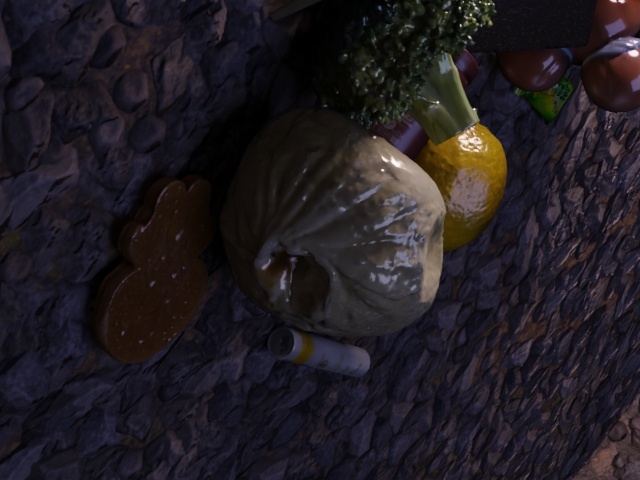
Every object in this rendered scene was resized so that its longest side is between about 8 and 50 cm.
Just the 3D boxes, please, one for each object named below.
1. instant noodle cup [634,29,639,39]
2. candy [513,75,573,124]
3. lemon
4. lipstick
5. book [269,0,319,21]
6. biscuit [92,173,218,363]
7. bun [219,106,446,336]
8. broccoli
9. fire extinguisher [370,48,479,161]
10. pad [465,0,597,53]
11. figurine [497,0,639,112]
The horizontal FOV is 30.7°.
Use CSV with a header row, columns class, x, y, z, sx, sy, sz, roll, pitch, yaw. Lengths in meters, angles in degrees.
class,x,y,z,sx,sy,sz,roll,pitch,yaw
instant noodle cup,0.608,-0.464,2.162,0.217,0.207,0.217,-31,136,-35
candy,0.428,-0.291,2.221,0.102,0.032,0.178,-59,147,1
lemon,0.203,-0.093,1.933,0.204,0.204,0.260,-6,122,-50
lipstick,0.002,0.196,2.028,0.264,0.059,0.059,22,97,-56
book,0.089,-0.388,1.579,0.295,0.208,0.020,-37,105,-30
biscuit,-0.228,0.039,1.622,0.202,0.044,0.288,-16,127,-49
bun,0.000,0.000,1.629,0.227,0.352,0.349,-46,120,-37
broccoli,0.107,-0.260,1.628,0.235,0.288,0.259,-6,87,-15
fire extinguisher,0.095,-0.166,1.797,0.337,0.135,0.114,-54,152,-8
pad,0.293,-0.397,1.839,0.330,0.004,0.220,-5,125,-15
figurine,0.479,-0.434,1.984,0.248,0.277,0.388,-65,169,-47
